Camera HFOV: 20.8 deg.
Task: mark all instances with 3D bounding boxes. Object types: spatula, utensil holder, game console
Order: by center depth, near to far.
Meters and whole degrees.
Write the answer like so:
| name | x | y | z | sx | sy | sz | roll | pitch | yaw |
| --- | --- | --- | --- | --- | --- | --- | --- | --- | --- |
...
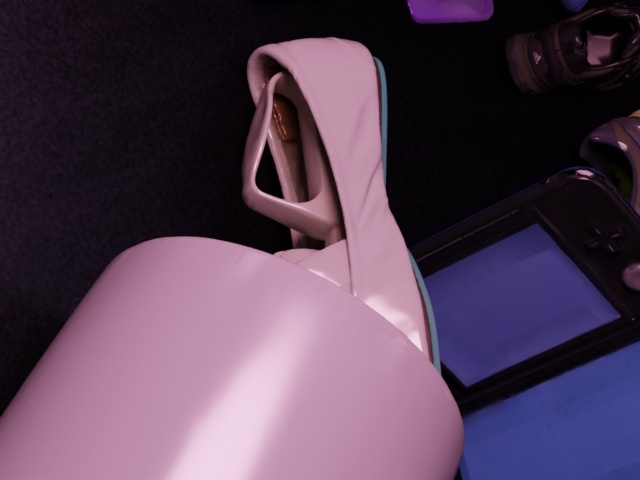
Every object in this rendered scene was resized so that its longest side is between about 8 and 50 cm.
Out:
| name | x | y | z | sx | sy | sz | roll | pitch | yaw |
| --- | --- | --- | --- | --- | --- | --- | --- | --- | --- |
| utensil holder | -0.108 | 0.235 | 1.188 | 0.327 | 0.327 | 0.385 | 47 | 54 | -26 |
| game console | 0.170 | 0.122 | 1.447 | 0.250 | 0.293 | 0.173 | 45 | 34 | -26 |
| spatula | 0.044 | -0.239 | 1.598 | 0.296 | 0.030 | 0.084 | -7 | 86 | -42 |

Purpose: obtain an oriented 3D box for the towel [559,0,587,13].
| name | x | y | z | sx | sy | sz | roll | pitch | yaw |
| --- | --- | --- | --- | --- | --- | --- | --- | --- | --- |
| towel | 0.221 | -0.426 | 1.792 | 0.336 | 0.040 | 0.243 | 51 | 55 | -21 |

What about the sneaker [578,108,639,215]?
| name | x | y | z | sx | sy | sz | roll | pitch | yaw |
| --- | --- | --- | --- | --- | --- | --- | --- | --- | --- |
| sneaker | 0.342 | 0.008 | 1.767 | 0.121 | 0.111 | 0.300 | -10 | 72 | -31 |

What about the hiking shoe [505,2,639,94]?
| name | x | y | z | sx | sy | sz | roll | pitch | yaw |
| --- | --- | --- | --- | --- | --- | --- | --- | --- | --- |
| hiking shoe | 0.294 | -0.194 | 1.755 | 0.227 | 0.114 | 0.086 | -20 | 96 | -42 |

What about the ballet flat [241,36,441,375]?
| name | x | y | z | sx | sy | sz | roll | pitch | yaw |
| --- | --- | --- | --- | --- | --- | --- | --- | --- | --- |
| ballet flat | 0.000 | 0.000 | 1.419 | 0.139 | 0.139 | 0.400 | 20 | 49 | -38 |
